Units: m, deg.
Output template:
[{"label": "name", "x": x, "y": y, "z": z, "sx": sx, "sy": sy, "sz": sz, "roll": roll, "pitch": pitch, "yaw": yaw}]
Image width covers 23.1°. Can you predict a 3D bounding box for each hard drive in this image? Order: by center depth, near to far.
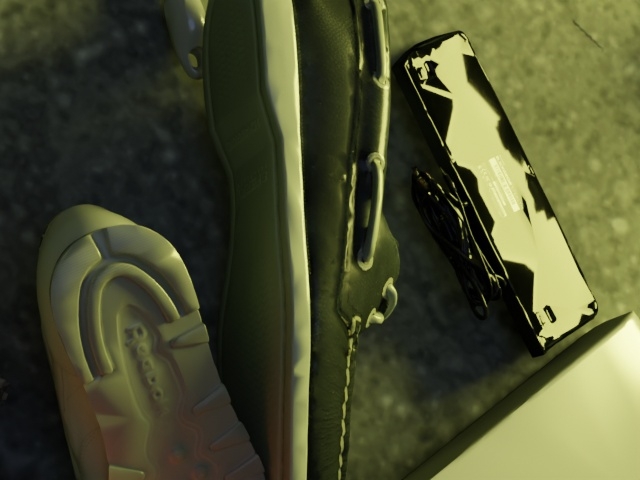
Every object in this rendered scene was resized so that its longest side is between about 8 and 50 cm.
[{"label": "hard drive", "x": 0.184, "y": 0.246, "z": 0.854, "sx": 0.233, "sy": 0.047, "sz": 0.353, "roll": -32, "pitch": 93, "yaw": -37}]

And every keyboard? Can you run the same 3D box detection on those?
[{"label": "keyboard", "x": 0.088, "y": -0.023, "z": 0.907, "sx": 0.100, "sy": 0.038, "sz": 0.192, "roll": -25, "pitch": 88, "yaw": -47}]

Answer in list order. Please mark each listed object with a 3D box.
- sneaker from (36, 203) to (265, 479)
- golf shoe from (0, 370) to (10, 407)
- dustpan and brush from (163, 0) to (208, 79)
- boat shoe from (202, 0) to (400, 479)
[{"label": "sneaker", "x": -0.089, "y": 0.096, "z": 0.783, "sx": 0.090, "sy": 0.095, "sz": 0.235, "roll": -14, "pitch": 105, "yaw": -24}, {"label": "golf shoe", "x": -0.215, "y": 0.127, "z": 0.746, "sx": 0.086, "sy": 0.069, "sz": 0.176, "roll": 14, "pitch": 75, "yaw": 10}, {"label": "dustpan and brush", "x": -0.085, "y": -0.195, "z": 0.859, "sx": 0.147, "sy": 0.060, "sz": 0.211, "roll": -10, "pitch": 77, "yaw": -35}, {"label": "boat shoe", "x": 0.000, "y": 0.000, "z": 0.815, "sx": 0.091, "sy": 0.114, "sz": 0.302, "roll": 1, "pitch": 87, "yaw": -25}]
